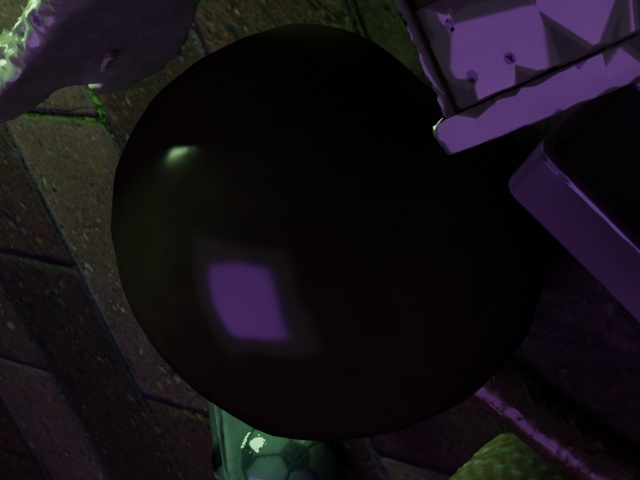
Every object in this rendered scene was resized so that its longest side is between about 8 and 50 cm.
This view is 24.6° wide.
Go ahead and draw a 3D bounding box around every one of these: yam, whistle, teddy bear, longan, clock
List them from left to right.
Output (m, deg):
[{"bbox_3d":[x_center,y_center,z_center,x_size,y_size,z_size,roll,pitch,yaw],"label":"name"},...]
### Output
[{"bbox_3d":[-0.224,-0.351,1.266,0.375,0.327,0.362,-36,77,54],"label":"teddy bear"},{"bbox_3d":[-0.060,0.254,1.866,0.163,0.163,0.290,-33,61,58],"label":"whistle"},{"bbox_3d":[0.000,0.000,1.338,0.404,0.336,0.405,3,100,20],"label":"longan"},{"bbox_3d":[0.208,0.169,1.505,0.299,0.066,0.066,36,145,17],"label":"yam"},{"bbox_3d":[0.264,-0.026,1.152,0.197,0.150,0.063,45,145,5],"label":"clock"}]

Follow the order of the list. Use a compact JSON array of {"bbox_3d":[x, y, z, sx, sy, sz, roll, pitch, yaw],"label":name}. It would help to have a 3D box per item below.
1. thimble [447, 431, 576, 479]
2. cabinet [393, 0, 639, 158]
[{"bbox_3d":[0.227,0.330,1.570,0.229,0.148,0.196,52,148,-1],"label":"thimble"},{"bbox_3d":[0.165,-0.261,0.845,0.290,0.227,0.318,-23,94,35],"label":"cabinet"}]
